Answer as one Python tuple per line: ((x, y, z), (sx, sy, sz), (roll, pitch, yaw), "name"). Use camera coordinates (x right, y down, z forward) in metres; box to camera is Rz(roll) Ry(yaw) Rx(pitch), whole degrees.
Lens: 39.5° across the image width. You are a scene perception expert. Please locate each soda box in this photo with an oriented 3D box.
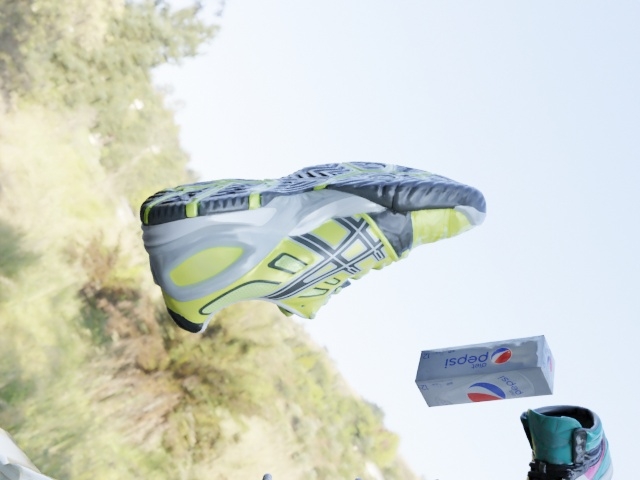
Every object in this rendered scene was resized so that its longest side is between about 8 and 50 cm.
((0.354, 0.284, 1.921), (0.091, 0.286, 0.098), (61, 31, -31), "soda box")

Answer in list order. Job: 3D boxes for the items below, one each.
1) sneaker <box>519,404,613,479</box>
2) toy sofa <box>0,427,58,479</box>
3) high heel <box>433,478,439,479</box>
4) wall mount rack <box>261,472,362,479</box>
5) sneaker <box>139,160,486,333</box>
((0.340, 0.344, 1.324), (0.123, 0.295, 0.178), (4, -60, 42), "sneaker")
((-0.456, 0.377, 0.978), (0.177, 0.362, 0.150), (43, -14, 20), "toy sofa")
((0.298, 0.549, 1.639), (0.093, 0.261, 0.186), (32, 66, -85), "high heel")
((-0.077, 0.571, 1.769), (0.304, 0.350, 0.130), (-44, -135, 46), "wall mount rack")
((0.000, 0.000, 0.966), (0.145, 0.384, 0.147), (-146, -129, -67), "sneaker")
